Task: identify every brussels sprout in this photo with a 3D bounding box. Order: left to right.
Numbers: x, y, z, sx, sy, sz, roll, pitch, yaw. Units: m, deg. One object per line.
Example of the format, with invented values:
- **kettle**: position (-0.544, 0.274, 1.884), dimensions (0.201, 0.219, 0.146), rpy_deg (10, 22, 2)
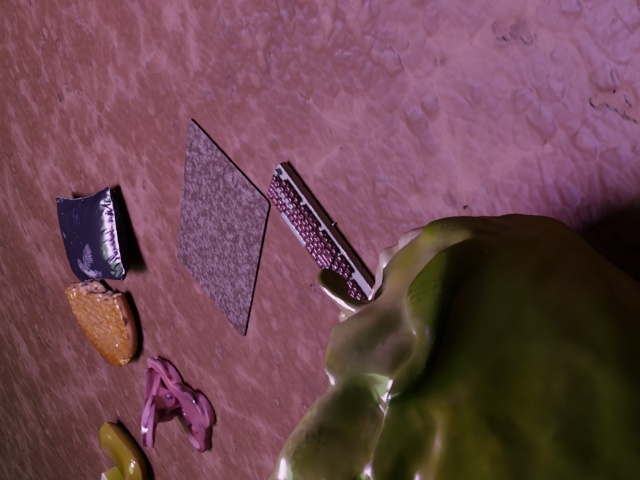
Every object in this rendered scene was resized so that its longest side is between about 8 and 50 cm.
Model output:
- **brussels sprout**: position (0.121, 0.175, 0.556), dimensions (0.276, 0.315, 0.371), rpy_deg (82, -168, -70)

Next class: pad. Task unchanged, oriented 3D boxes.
- **pad**: position (-0.120, -0.009, 1.056), dimensions (0.158, 0.003, 0.235), rpy_deg (47, 143, 29)

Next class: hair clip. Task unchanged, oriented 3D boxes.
- **hair clip**: position (-0.209, 0.237, 1.329), dimensions (0.138, 0.102, 0.123), rpy_deg (-99, 14, -49)

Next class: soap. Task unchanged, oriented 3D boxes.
- **soap**: position (-0.353, 0.386, 1.625), dimensions (0.140, 0.045, 0.089), rpy_deg (43, 144, 31)

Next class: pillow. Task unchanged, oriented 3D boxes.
- **pillow**: position (-0.335, -0.003, 1.332), dimensions (0.208, 0.055, 0.141), rpy_deg (-2, 102, 56)

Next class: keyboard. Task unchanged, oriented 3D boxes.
- **keyboard**: position (0.000, 0.000, 0.871), dimensions (0.166, 0.017, 0.055), rpy_deg (54, 146, 19)

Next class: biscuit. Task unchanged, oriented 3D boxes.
- **biscuit**: position (-0.342, 0.133, 1.454), dimensions (0.224, 0.033, 0.144), rpy_deg (0, 113, 56)

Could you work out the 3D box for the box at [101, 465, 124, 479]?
- **box**: position (-0.355, 0.553, 1.723), dimensions (0.175, 0.062, 0.260), rpy_deg (50, 144, 24)
